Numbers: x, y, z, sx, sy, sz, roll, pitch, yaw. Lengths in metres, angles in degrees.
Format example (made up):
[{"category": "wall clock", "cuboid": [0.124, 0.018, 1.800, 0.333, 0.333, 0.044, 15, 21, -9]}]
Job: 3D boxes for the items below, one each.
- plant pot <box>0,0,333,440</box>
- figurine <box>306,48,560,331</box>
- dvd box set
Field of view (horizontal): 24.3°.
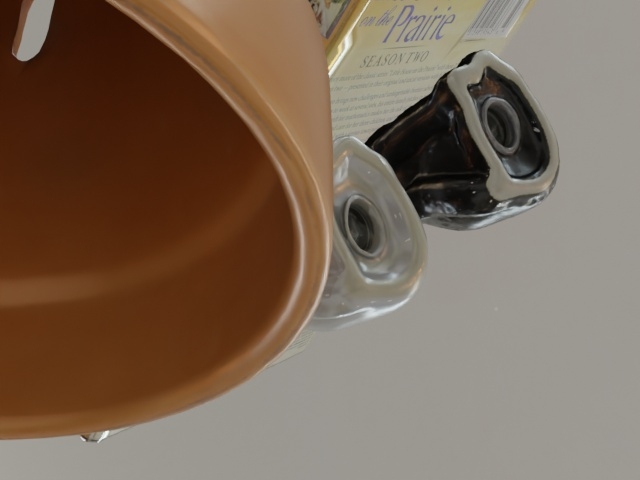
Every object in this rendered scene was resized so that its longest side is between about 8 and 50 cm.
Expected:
[{"category": "plant pot", "cuboid": [-0.133, -0.089, 0.459, 0.291, 0.291, 0.203, 2, -122, 7]}, {"category": "figurine", "cuboid": [0.000, 0.000, 0.847, 0.209, 0.215, 0.092, -29, -86, 47]}, {"category": "dvd box set", "cuboid": [-0.002, -0.060, 1.056, 0.062, 0.307, 0.420, 40, -64, 17]}]
